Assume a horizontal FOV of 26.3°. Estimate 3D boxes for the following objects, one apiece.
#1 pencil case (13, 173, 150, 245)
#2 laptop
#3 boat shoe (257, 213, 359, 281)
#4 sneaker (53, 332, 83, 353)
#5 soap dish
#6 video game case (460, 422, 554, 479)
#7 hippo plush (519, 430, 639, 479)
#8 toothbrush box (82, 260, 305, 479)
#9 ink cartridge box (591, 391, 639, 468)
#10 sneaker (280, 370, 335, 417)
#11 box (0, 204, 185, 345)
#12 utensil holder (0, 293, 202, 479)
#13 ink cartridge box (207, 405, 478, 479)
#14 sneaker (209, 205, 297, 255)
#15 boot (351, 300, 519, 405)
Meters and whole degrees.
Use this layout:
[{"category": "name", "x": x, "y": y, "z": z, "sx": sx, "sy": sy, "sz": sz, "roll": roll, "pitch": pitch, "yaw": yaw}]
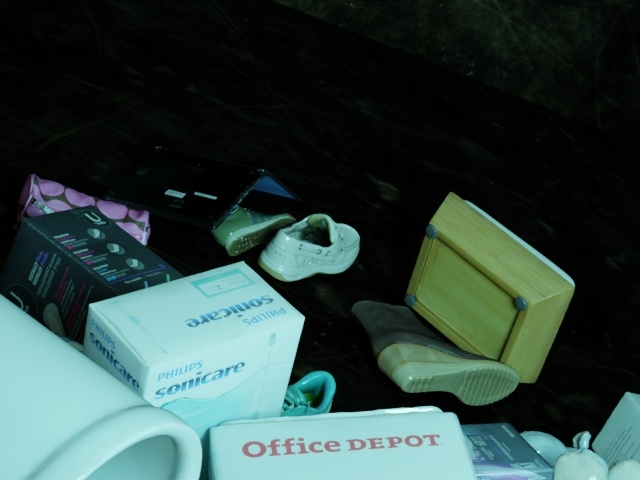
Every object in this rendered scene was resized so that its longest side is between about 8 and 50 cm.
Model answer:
[{"category": "pencil case", "x": -0.365, "y": -0.033, "z": 2.128, "sx": 0.209, "sy": 0.095, "sz": 0.098, "roll": 16, "pitch": -9, "yaw": -17}, {"category": "laptop", "x": -0.202, "y": -0.072, "z": 2.369, "sx": 0.234, "sy": 0.136, "sz": 0.264, "roll": 13, "pitch": 42, "yaw": 26}, {"category": "boat shoe", "x": 0.000, "y": 0.000, "z": 2.416, "sx": 0.098, "sy": 0.096, "sz": 0.277, "roll": 34, "pitch": 25, "yaw": 19}, {"category": "sneaker", "x": -0.308, "y": 0.195, "z": 1.730, "sx": 0.237, "sy": 0.085, "sz": 0.086, "roll": 35, "pitch": 32, "yaw": 26}, {"category": "soap dish", "x": 0.284, "y": 0.089, "z": 2.385, "sx": 0.118, "sy": 0.229, "sz": 0.291, "roll": -23, "pitch": 52, "yaw": -39}, {"category": "video game case", "x": 0.145, "y": 0.284, "z": 1.799, "sx": 0.274, "sy": 0.026, "sz": 0.196, "roll": 0, "pitch": 10, "yaw": -10}, {"category": "hippo plush", "x": 0.362, "y": 0.346, "z": 1.905, "sx": 0.294, "sy": 0.234, "sz": 0.236, "roll": 18, "pitch": 26, "yaw": -16}, {"category": "toothbrush box", "x": -0.161, "y": 0.194, "z": 1.561, "sx": 0.216, "sy": 0.295, "sz": 0.126, "roll": -17, "pitch": 44, "yaw": -38}, {"category": "ink cartridge box", "x": 0.606, "y": 0.395, "z": 2.179, "sx": 0.223, "sy": 0.129, "sz": 0.307, "roll": 14, "pitch": 27, "yaw": -25}, {"category": "sneaker", "x": -0.067, "y": 0.244, "z": 1.837, "sx": 0.107, "sy": 0.110, "sz": 0.275, "roll": 33, "pitch": 25, "yaw": 17}, {"category": "box", "x": -0.288, "y": 0.096, "z": 1.845, "sx": 0.270, "sy": 0.165, "sz": 0.143, "roll": 36, "pitch": 26, "yaw": 21}, {"category": "utensil holder", "x": -0.367, "y": 0.211, "z": 1.348, "sx": 0.385, "sy": 0.327, "sz": 0.328, "roll": 33, "pitch": 24, "yaw": 20}, {"category": "ink cartridge box", "x": 0.040, "y": 0.378, "z": 1.430, "sx": 0.286, "sy": 0.166, "sz": 0.395, "roll": -2, "pitch": 41, "yaw": -10}, {"category": "sneaker", "x": -0.125, "y": -0.033, "z": 2.395, "sx": 0.086, "sy": 0.064, "sz": 0.192, "roll": 41, "pitch": 31, "yaw": 20}, {"category": "boot", "x": 0.190, "y": 0.173, "z": 2.261, "sx": 0.248, "sy": 0.090, "sz": 0.207, "roll": 7, "pitch": 32, "yaw": -30}]
